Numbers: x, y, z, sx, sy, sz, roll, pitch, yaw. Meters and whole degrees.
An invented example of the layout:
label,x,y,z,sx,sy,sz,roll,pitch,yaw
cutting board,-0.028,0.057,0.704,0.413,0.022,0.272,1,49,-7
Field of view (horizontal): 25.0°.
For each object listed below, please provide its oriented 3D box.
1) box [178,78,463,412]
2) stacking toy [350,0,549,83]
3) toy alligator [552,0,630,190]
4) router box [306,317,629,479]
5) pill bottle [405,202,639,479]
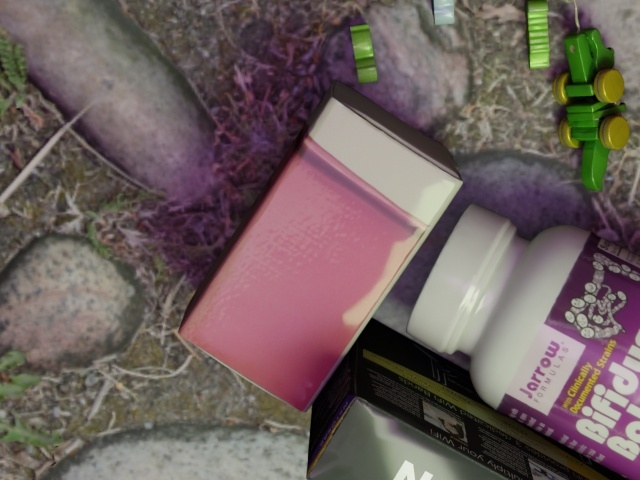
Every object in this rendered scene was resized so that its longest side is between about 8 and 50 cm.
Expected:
label,x,y,z,sx,sy,sz,roll,pitch,yaw
box,0.000,0.000,1.196,0.127,0.148,0.232,32,101,-5
stacking toy,0.099,-0.242,1.188,0.167,0.052,0.221,-6,103,3
toy alligator,0.231,-0.138,1.212,0.051,0.056,0.190,-18,104,-38
router box,0.141,0.192,1.189,0.309,0.243,0.081,29,102,-4
pill bottle,0.230,0.090,1.189,0.301,0.169,0.169,27,102,9
